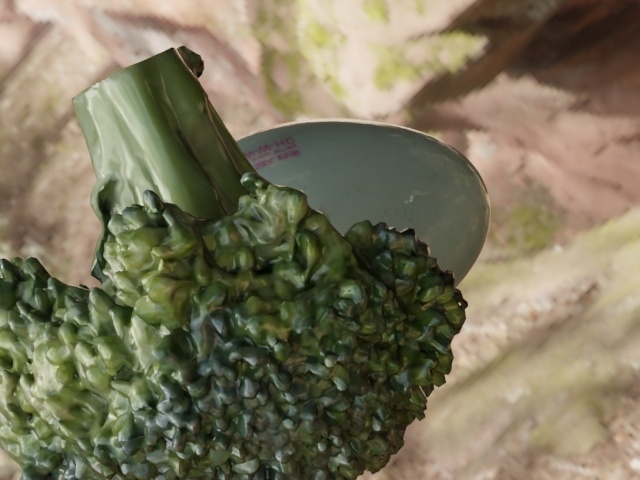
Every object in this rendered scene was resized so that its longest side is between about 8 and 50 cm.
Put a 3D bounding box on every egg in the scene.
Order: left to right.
[{"bbox_3d":[0.000,0.000,1.362,0.264,0.182,0.183,-15,34,-13],"label":"egg"}]

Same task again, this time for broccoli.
[{"bbox_3d":[-0.065,0.048,0.965,0.288,0.260,0.235,-22,29,40],"label":"broccoli"}]
